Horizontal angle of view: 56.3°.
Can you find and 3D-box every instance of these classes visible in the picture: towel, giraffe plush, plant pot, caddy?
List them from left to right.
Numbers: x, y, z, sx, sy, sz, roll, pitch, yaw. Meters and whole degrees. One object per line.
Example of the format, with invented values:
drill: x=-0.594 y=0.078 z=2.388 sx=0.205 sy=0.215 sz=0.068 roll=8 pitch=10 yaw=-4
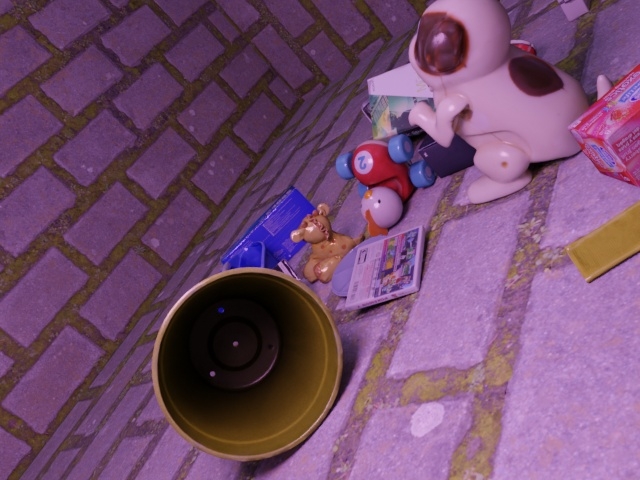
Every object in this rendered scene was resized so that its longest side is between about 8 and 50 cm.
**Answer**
plant pot: x=-0.174 y=0.245 z=1.313 sx=0.366 sy=0.366 sz=0.353 roll=-49 pitch=8 yaw=-12
caddy: x=-0.231 y=0.142 z=1.810 sx=0.241 sy=0.179 sz=0.341 roll=-40 pitch=23 yaw=16
giraffe plush: x=0.000 y=0.000 z=1.664 sx=0.210 sy=0.170 sz=0.181 roll=-24 pitch=27 yaw=46
towel: x=0.499 y=-0.029 z=0.927 sx=0.237 sy=0.021 sz=0.102 roll=-38 pitch=19 yaw=20

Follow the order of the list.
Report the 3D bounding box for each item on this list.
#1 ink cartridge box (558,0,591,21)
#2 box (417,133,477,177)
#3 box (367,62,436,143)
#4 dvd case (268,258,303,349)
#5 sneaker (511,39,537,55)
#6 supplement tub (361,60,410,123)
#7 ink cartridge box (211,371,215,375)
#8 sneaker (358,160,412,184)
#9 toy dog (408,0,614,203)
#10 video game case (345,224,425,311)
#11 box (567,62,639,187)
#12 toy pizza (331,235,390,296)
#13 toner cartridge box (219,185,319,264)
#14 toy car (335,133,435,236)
ink cartridge box: x=0.721 y=-0.730 z=1.732 sx=0.063 sy=0.150 sz=0.109 roll=-20 pitch=30 yaw=43
box: x=0.374 y=-0.286 z=1.584 sx=0.153 sy=0.108 sz=0.207 roll=-20 pitch=32 yaw=51
box: x=0.303 y=-0.442 z=1.836 sx=0.321 sy=0.058 sz=0.233 roll=-16 pitch=66 yaw=28
dvd case: x=-0.129 y=0.182 z=1.600 sx=0.221 sy=0.165 sz=0.018 roll=-42 pitch=-17 yaw=10
sneaker: x=0.521 y=-0.491 z=1.772 sx=0.279 sy=0.107 sz=0.118 roll=-20 pitch=49 yaw=57
supplement tub: x=0.308 y=-0.481 z=1.999 sx=0.316 sy=0.193 sz=0.194 roll=-39 pitch=20 yaw=15
ink cartridge box: x=-0.252 y=0.332 z=1.617 sx=0.092 sy=0.090 sz=0.143 roll=-49 pitch=19 yaw=-13
sneaker: x=0.221 y=-0.251 z=1.862 sx=0.226 sy=0.086 sz=0.163 roll=-18 pitch=35 yaw=55
toy dog: x=0.348 y=-0.318 z=1.243 sx=0.285 sy=0.408 sz=0.395 roll=-51 pitch=20 yaw=-17
video game case: x=0.152 y=0.063 z=1.384 sx=0.183 sy=0.023 sz=0.201 roll=-21 pitch=33 yaw=31
box: x=0.578 y=-0.226 z=1.016 sx=0.257 sy=0.122 sz=0.128 roll=-42 pitch=19 yaw=7
toy pizza: x=0.112 y=0.068 z=1.501 sx=0.201 sy=0.032 sz=0.201 roll=-34 pitch=25 yaw=18
toner cartridge box: x=-0.158 y=-0.004 z=2.010 sx=0.348 sy=0.165 sz=0.075 roll=-44 pitch=17 yaw=-1
toy car: x=0.156 y=-0.125 z=1.596 sx=0.219 sy=0.210 sz=0.238 roll=-14 pitch=47 yaw=40
